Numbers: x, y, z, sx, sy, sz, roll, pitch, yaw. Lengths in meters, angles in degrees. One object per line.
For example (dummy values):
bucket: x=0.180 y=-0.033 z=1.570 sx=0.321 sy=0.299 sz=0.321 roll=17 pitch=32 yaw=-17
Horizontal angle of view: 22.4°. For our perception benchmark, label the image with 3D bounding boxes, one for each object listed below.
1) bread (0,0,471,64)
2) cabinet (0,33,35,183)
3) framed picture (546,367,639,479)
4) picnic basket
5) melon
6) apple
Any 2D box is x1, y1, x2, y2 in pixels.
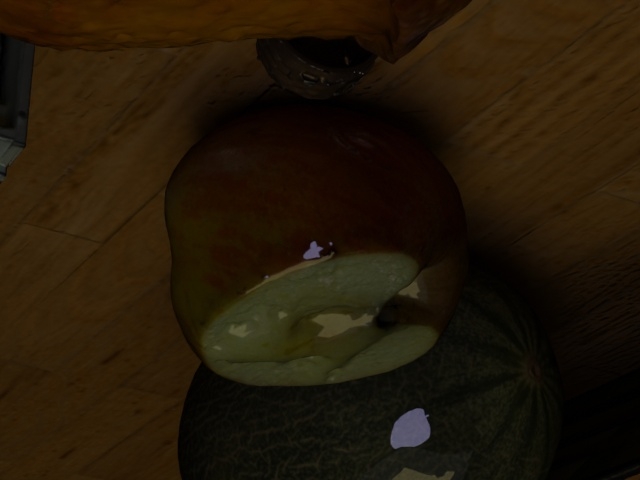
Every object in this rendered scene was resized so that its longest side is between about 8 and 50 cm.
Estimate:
bread: x=-0.042 y=-0.188 z=0.445 sx=0.172 sy=0.312 sz=0.312 roll=-12 pitch=154 yaw=-7
cabinet: x=-0.253 y=-0.076 z=0.848 sx=0.145 sy=0.150 sz=0.206 roll=15 pitch=149 yaw=-26
framed picture: x=0.222 y=0.144 z=1.247 sx=0.244 sy=0.013 sz=0.324 roll=-34 pitch=-179 yaw=-41
picnic basket: x=0.006 y=-0.117 z=0.851 sx=0.072 sy=0.072 sz=0.083 roll=11 pitch=151 yaw=-20
melon: x=0.036 y=0.134 z=1.160 sx=0.237 sy=0.237 sz=0.302 roll=23 pitch=142 yaw=-37
apple: x=0.000 y=0.000 z=0.978 sx=0.173 sy=0.160 sz=0.195 roll=-2 pitch=155 yaw=14
